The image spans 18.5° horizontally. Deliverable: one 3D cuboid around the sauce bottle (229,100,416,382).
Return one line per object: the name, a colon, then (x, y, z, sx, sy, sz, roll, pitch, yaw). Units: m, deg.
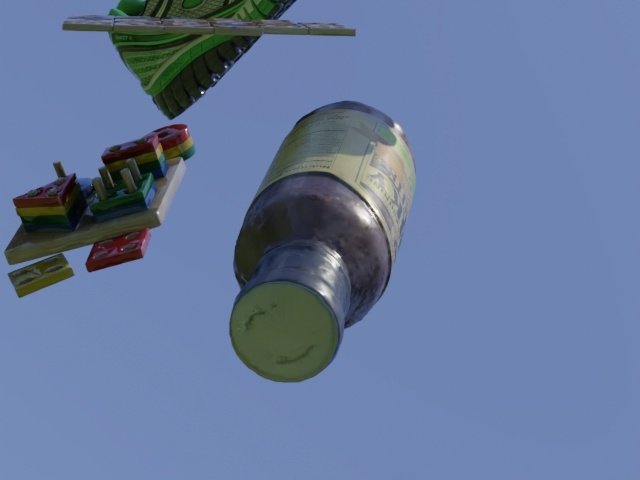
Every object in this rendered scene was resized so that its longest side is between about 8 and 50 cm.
sauce bottle: (0.000, 0.000, 1.354, 0.111, 0.344, 0.111, 3, -68, 7)

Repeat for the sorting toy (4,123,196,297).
sorting toy: (-0.188, -0.036, 1.594, 0.132, 0.274, 0.046, -14, -69, 12)

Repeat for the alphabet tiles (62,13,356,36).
alphabet tiles: (-0.094, -0.180, 1.639, 0.198, 0.237, 0.009, -124, -145, -80)

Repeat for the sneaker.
sneaker: (-0.094, -0.265, 1.913, 0.146, 0.134, 0.343, 45, -57, -5)
